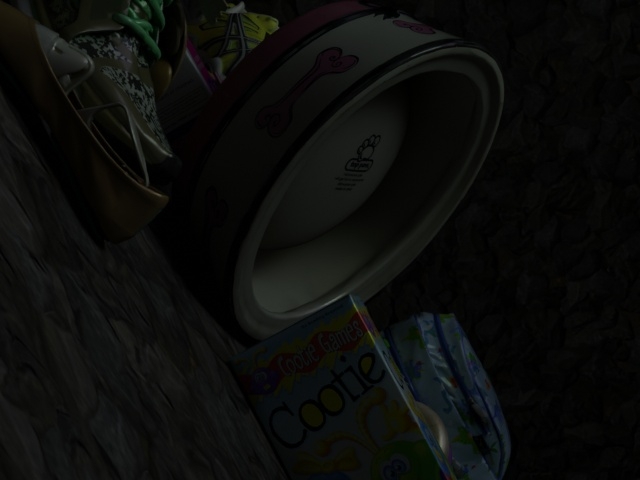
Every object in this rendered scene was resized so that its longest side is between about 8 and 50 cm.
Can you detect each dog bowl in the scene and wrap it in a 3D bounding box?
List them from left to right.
[{"bbox_3d":[0.010,-0.087,1.571,0.150,0.408,0.408,43,-5,26],"label":"dog bowl"}]

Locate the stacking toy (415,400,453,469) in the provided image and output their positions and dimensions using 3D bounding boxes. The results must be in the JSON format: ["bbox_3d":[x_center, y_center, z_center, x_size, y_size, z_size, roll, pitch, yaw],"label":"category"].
[{"bbox_3d":[0.134,0.343,1.882,0.141,0.141,0.330,64,1,39],"label":"stacking toy"}]

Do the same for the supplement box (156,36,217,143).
[{"bbox_3d":[-0.206,-0.212,1.546,0.220,0.114,0.111,58,5,-10],"label":"supplement box"}]

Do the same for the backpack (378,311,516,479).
[{"bbox_3d":[0.208,0.302,2.502,0.355,0.273,0.290,49,11,-2],"label":"backpack"}]

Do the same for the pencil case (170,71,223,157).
[{"bbox_3d":[-0.123,-0.105,1.807,0.124,0.124,0.284,63,4,32],"label":"pencil case"}]

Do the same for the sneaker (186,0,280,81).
[{"bbox_3d":[-0.093,-0.237,1.917,0.145,0.147,0.385,49,-5,-41],"label":"sneaker"}]

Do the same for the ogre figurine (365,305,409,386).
[{"bbox_3d":[0.037,0.164,1.946,0.197,0.118,0.097,62,4,30],"label":"ogre figurine"}]

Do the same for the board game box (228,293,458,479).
[{"bbox_3d":[0.040,0.209,1.461,0.275,0.142,0.144,61,4,5],"label":"board game box"}]

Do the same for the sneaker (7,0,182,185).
[{"bbox_3d":[-0.197,-0.243,1.342,0.410,0.182,0.158,63,4,23],"label":"sneaker"}]

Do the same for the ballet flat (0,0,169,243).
[{"bbox_3d":[-0.200,-0.110,1.156,0.232,0.073,0.080,60,3,-4],"label":"ballet flat"}]

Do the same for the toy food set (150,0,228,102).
[{"bbox_3d":[-0.180,-0.197,1.414,0.038,0.192,0.132,7,39,-48],"label":"toy food set"}]
